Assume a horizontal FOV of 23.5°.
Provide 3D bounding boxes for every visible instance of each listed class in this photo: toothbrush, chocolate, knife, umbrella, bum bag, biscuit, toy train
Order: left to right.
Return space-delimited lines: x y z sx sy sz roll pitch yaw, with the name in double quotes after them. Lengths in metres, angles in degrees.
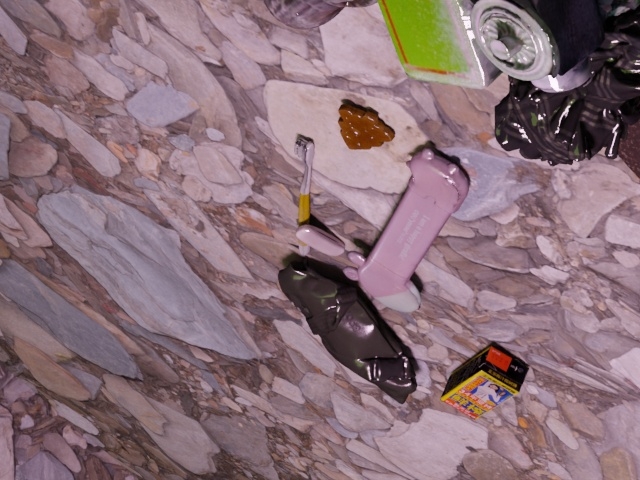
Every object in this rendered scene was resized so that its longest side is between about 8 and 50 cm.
-0.025 -0.061 2.241 0.024 0.021 0.288 35 153 19 "toothbrush"
0.014 -0.305 1.736 0.110 0.110 0.248 46 149 -22 "chocolate"
0.052 0.153 2.434 0.142 0.080 0.326 1 139 50 "bum bag"
0.056 -0.145 2.031 0.082 0.016 0.092 28 153 -1 "biscuit"
0.127 -0.010 2.149 0.132 0.038 0.398 30 150 2 "knife"
0.161 -0.292 1.515 0.249 0.173 0.307 17 140 47 "toy train"
0.315 -0.167 1.623 0.154 0.128 0.336 48 146 -16 "umbrella"

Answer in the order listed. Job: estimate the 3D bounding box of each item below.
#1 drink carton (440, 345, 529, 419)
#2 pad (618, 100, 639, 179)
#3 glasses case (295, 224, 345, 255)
0.251 0.218 2.360 0.071 0.056 0.166 28 152 -8 "drink carton"
0.467 -0.065 1.750 0.330 0.004 0.220 44 150 -19 "pad"
0.000 0.000 2.290 0.083 0.021 0.032 28 143 -30 "glasses case"
